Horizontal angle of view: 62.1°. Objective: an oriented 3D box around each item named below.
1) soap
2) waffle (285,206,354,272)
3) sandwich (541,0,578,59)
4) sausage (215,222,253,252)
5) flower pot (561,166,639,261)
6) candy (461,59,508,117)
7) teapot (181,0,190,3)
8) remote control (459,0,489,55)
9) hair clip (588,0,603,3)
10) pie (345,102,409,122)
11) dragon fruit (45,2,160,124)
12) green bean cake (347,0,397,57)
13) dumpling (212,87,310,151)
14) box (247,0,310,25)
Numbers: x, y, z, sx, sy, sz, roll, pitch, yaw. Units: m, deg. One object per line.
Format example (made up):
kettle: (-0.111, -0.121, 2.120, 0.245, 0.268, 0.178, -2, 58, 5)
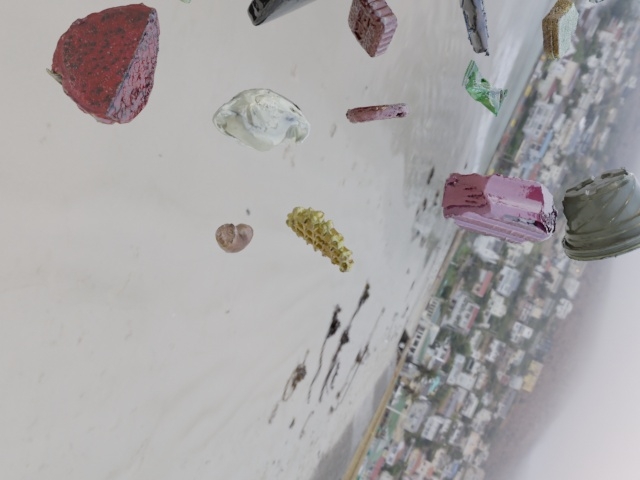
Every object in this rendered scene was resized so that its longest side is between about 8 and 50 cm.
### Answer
soap: (0.401, -0.072, 1.208, 0.182, 0.290, 0.112, 156, -57, -66)
waffle: (0.000, 0.000, 1.220, 0.046, 0.192, 0.161, -40, -173, -25)
sandwich: (0.481, -0.421, 1.066, 0.093, 0.036, 0.104, -46, 137, -22)
sausage: (-0.283, -0.008, 1.752, 0.302, 0.076, 0.102, -20, 134, -87)
flower pot: (0.623, -0.067, 1.156, 0.236, 0.140, 0.235, -27, -170, 5)
candy: (0.599, -0.555, 1.959, 0.078, 0.203, 0.141, -33, -148, 44)
teapot: (-0.305, -0.790, 1.281, 0.239, 0.239, 0.321, -57, -176, -37)
remote control: (0.383, -0.643, 1.362, 0.399, 0.062, 0.144, 43, 42, -58)
hair clip: (0.749, -0.686, 1.346, 0.172, 0.116, 0.049, -37, -137, 35)
pie: (0.133, -0.294, 1.223, 0.154, 0.155, 0.036, -35, 120, -65)
dragon fruit: (-0.514, -0.407, 1.276, 0.152, 0.205, 0.316, 85, 21, -71)
green bean cake: (0.124, -0.541, 1.318, 0.056, 0.135, 0.135, -29, 169, -15)
dumpling: (-0.204, -0.392, 1.781, 0.243, 0.319, 0.187, 133, -40, -65)
box: (-0.004, -0.587, 1.140, 0.289, 0.073, 0.290, -38, -170, -28)
